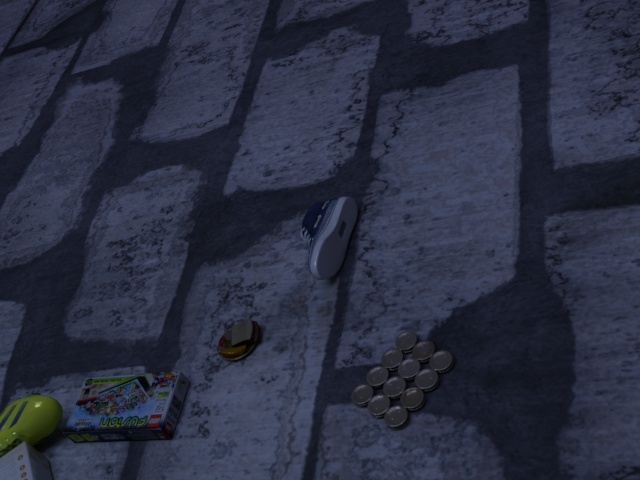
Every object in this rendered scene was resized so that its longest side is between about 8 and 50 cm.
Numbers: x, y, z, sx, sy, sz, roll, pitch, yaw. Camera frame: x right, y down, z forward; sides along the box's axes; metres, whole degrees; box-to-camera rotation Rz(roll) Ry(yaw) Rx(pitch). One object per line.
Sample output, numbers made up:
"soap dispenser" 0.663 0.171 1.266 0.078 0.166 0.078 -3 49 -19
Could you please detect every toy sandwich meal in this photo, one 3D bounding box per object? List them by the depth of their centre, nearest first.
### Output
"toy sandwich meal" -0.144 0.169 1.544 0.085 0.029 0.086 -17 44 17

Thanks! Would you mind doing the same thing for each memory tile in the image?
"memory tile" 0.124 0.210 1.358 0.113 0.012 0.148 25 65 44

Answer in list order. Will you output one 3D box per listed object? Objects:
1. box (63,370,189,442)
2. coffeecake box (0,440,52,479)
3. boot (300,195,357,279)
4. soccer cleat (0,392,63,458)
"box" -0.332 0.286 1.540 0.206 0.036 0.114 -8 47 25
"coffeecake box" -0.507 0.447 1.465 0.142 0.068 0.185 -35 41 -1
"boot" 0.000 0.000 1.603 0.086 0.069 0.190 -9 38 34
"soccer cleat" -0.567 0.364 1.553 0.289 0.093 0.121 -29 23 13
